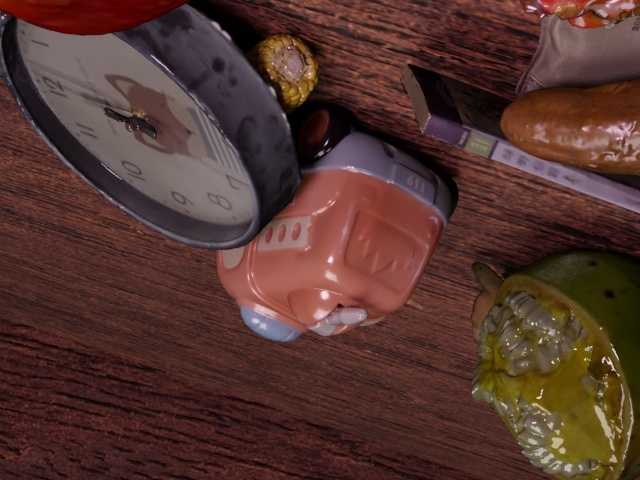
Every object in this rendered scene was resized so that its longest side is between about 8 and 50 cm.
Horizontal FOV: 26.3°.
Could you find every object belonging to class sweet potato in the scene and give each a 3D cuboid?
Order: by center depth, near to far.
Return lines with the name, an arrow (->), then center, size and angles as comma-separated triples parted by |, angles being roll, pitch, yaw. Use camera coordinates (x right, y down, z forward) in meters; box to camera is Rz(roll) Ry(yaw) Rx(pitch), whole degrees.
sweet potato -> 0.311, -0.093, 1.013 | 0.355, 0.095, 0.106 | 1, 170, 7

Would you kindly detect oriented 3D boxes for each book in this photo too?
book -> 0.183, -0.086, 1.156 | 0.231, 0.026, 0.157 | 19, -161, -11

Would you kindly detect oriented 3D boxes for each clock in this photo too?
clock -> -0.166, -0.121, 1.294 | 0.325, 0.067, 0.325 | 29, 152, 17

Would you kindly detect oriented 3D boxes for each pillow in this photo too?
pillow -> 0.223, -0.152, 1.044 | 0.131, 0.038, 0.232 | 7, 160, 3

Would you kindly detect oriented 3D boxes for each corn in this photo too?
corn -> -0.064, -0.140, 1.300 | 0.072, 0.072, 0.203 | 25, 162, -20

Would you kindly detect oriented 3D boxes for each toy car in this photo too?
toy car -> 0.000, 0.000, 1.418 | 0.180, 0.212, 0.270 | 29, 159, -31

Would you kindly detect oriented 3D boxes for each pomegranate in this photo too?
pomegranate -> 0.275, 0.124, 1.513 | 0.260, 0.260, 0.340 | 34, -173, -40

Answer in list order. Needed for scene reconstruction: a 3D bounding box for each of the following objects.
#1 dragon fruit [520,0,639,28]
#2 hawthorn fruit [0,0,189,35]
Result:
dragon fruit -> 0.173, -0.195, 0.842 | 0.133, 0.150, 0.208 | 42, -178, 31
hawthorn fruit -> -0.141, -0.227, 0.720 | 0.287, 0.330, 0.287 | 27, 159, 11
